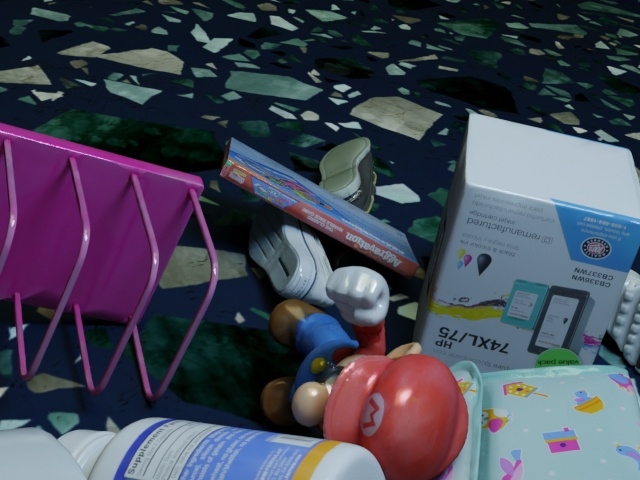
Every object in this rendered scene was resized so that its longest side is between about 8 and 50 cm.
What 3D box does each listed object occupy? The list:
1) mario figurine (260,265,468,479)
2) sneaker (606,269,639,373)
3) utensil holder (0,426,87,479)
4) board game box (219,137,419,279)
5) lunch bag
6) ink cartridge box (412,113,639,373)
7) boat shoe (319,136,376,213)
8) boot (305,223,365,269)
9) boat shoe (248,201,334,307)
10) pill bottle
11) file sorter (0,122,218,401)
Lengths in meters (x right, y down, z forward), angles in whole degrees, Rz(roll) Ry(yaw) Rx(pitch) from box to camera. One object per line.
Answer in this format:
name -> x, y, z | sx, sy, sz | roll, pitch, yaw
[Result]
mario figurine -> 0.002, 0.133, 0.973 | 0.170, 0.198, 0.320 | -33, 13, -15
sneaker -> 0.411, 0.091, 1.373 | 0.118, 0.110, 0.292 | -6, 33, -45
utensil holder -> -0.316, 0.276, 0.548 | 0.385, 0.327, 0.327 | -5, 33, -30
board game box -> -0.003, -0.044, 1.405 | 0.281, 0.027, 0.145 | 29, 12, -11
lunch bag -> 0.166, 0.230, 0.979 | 0.262, 0.160, 0.223 | 0, 32, 9
ink cartridge box -> 0.232, 0.029, 1.236 | 0.198, 0.270, 0.197 | 13, 30, 2
boat shoe -> 0.044, -0.089, 1.590 | 0.081, 0.068, 0.228 | -20, 22, 17
boot -> 0.000, 0.000, 1.442 | 0.114, 0.037, 0.106 | 25, 18, 17
boat shoe -> -0.035, 0.023, 1.368 | 0.076, 0.083, 0.226 | 31, 19, -26
pill bottle -> -0.094, 0.223, 0.849 | 0.272, 0.152, 0.152 | 2, 23, 27
file sorter -> -0.273, 0.029, 1.063 | 0.291, 0.202, 0.182 | 14, 29, -27
